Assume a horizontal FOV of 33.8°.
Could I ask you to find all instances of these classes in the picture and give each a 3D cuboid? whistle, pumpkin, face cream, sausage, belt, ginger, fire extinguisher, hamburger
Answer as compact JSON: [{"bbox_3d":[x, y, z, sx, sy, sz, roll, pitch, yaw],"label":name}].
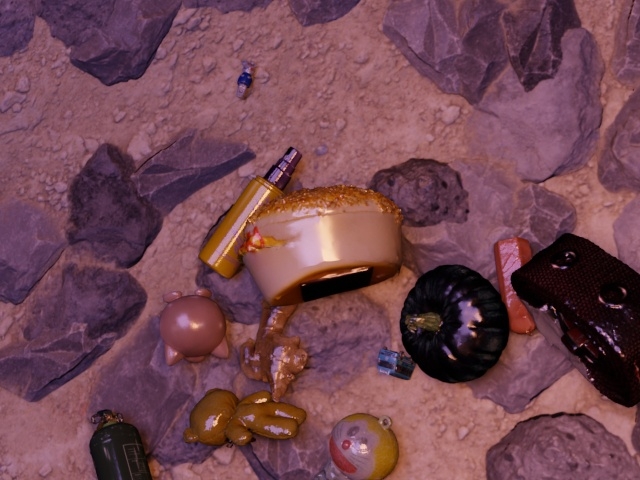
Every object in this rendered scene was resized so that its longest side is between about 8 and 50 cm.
[{"bbox_3d":[-0.153,-0.325,2.123,0.033,0.029,0.083,17,73,-3],"label":"whistle"},{"bbox_3d":[0.044,0.371,1.743,0.223,0.123,0.123,-52,58,18],"label":"whistle"},{"bbox_3d":[0.218,0.136,1.719,0.194,0.150,0.194,1,93,16],"label":"pumpkin"},{"bbox_3d":[-0.123,-0.058,1.988,0.078,0.078,0.273,35,89,31],"label":"face cream"},{"bbox_3d":[0.326,0.082,1.735,0.065,0.065,0.169,-13,67,21],"label":"sausage"},{"bbox_3d":[0.428,0.107,1.590,0.164,0.184,0.289,-33,45,-10],"label":"belt"},{"bbox_3d":[-0.071,0.176,1.895,0.133,0.059,0.214,18,79,37],"label":"ginger"},{"bbox_3d":[-0.357,0.435,1.921,0.095,0.114,0.311,-11,63,-21],"label":"fire extinguisher"},{"bbox_3d":[0.000,0.000,1.796,0.294,0.276,0.179,-14,78,1],"label":"hamburger"}]

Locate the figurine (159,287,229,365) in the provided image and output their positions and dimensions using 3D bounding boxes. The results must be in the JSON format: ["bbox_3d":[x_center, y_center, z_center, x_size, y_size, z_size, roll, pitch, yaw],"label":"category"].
[{"bbox_3d":[-0.236,0.160,1.948,0.125,0.125,0.138,-15,79,20],"label":"figurine"}]

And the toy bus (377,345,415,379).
[{"bbox_3d":[0.127,0.208,1.772,0.038,0.083,0.046,13,81,30],"label":"toy bus"}]

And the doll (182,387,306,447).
[{"bbox_3d":[-0.130,0.324,1.856,0.210,0.097,0.137,5,36,20],"label":"doll"}]
